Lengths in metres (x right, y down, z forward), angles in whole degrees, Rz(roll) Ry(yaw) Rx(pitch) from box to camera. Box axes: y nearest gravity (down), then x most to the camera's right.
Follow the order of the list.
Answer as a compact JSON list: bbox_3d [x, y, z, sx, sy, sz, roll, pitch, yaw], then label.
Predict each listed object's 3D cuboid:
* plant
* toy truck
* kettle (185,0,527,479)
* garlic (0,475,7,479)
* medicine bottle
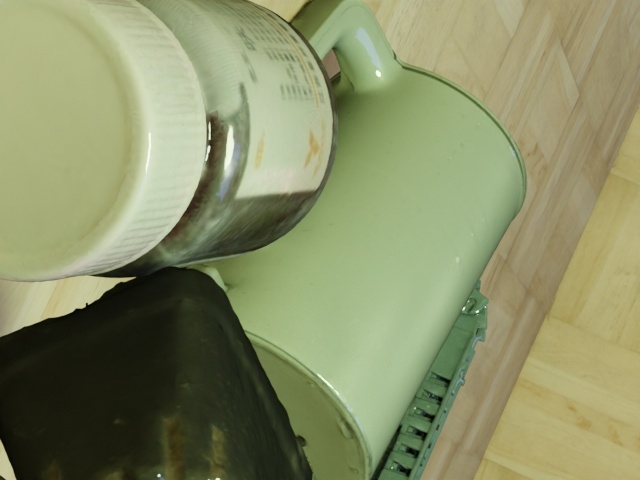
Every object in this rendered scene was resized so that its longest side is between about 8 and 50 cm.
[{"bbox_3d":[-0.088,0.110,1.016,0.164,0.142,0.256,64,-1,-22],"label":"plant"},{"bbox_3d":[0.025,0.154,1.742,0.338,0.184,0.133,-60,164,-23],"label":"toy truck"},{"bbox_3d":[-0.005,0.008,1.499,0.205,0.265,0.318,-35,-164,53],"label":"kettle"},{"bbox_3d":[-0.248,0.232,1.027,0.253,0.245,0.245,-9,-132,60],"label":"garlic"},{"bbox_3d":[-0.104,-0.062,1.070,0.165,0.165,0.273,-69,164,9],"label":"medicine bottle"}]
